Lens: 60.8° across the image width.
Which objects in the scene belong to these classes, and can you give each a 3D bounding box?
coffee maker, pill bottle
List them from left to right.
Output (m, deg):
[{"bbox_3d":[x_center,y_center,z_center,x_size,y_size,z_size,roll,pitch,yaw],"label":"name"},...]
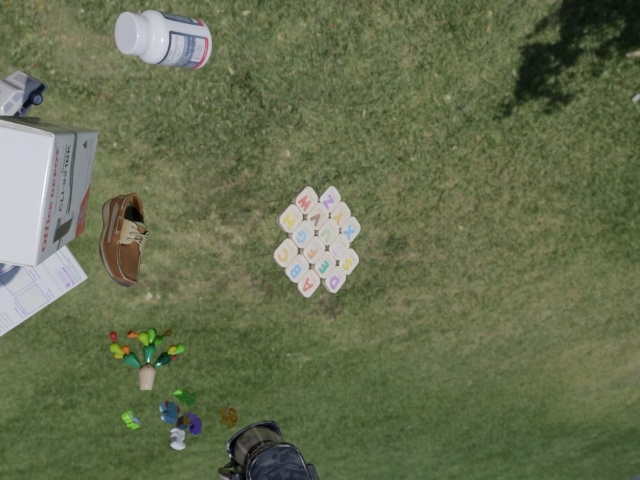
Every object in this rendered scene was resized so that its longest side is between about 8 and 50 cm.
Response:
[{"bbox_3d":[-0.330,-0.424,1.148,0.180,0.107,0.108,-13,157,-51],"label":"pill bottle"},{"bbox_3d":[-0.062,0.375,0.843,0.171,0.120,0.178,47,163,-7],"label":"coffee maker"}]

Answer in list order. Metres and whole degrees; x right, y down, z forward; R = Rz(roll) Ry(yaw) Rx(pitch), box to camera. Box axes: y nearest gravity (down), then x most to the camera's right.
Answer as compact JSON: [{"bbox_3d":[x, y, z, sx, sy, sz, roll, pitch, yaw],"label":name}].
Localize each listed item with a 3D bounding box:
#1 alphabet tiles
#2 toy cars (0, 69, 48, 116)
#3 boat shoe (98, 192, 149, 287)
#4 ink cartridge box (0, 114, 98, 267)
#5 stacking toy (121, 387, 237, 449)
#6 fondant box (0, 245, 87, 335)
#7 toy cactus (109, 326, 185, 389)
[{"bbox_3d":[0.000,0.000,1.470,0.021,0.278,0.284,2,135,50],"label":"alphabet tiles"},{"bbox_3d":[-0.862,-0.308,1.323,0.394,0.176,0.087,-19,159,0],"label":"toy cars"},{"bbox_3d":[-0.592,-0.018,1.665,0.120,0.323,0.122,-27,148,16],"label":"boat shoe"},{"bbox_3d":[-0.452,-0.089,0.862,0.114,0.273,0.196,11,100,-11],"label":"ink cartridge box"},{"bbox_3d":[-0.321,0.406,1.262,0.167,0.052,0.221,-27,135,14],"label":"stacking toy"},{"bbox_3d":[-0.708,0.074,1.147,0.330,0.096,0.238,-40,126,-29],"label":"fondant box"},{"bbox_3d":[-0.516,0.348,1.611,0.219,0.180,0.112,12,160,-38],"label":"toy cactus"}]
